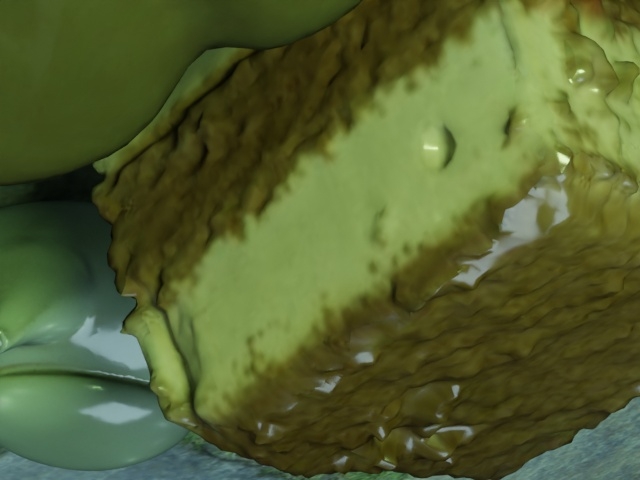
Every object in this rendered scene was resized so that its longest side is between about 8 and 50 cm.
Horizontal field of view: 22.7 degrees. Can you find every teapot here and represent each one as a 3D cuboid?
[{"bbox_3d":[-0.190,0.078,1.041,0.220,0.149,0.318,22,151,-34],"label":"teapot"}]

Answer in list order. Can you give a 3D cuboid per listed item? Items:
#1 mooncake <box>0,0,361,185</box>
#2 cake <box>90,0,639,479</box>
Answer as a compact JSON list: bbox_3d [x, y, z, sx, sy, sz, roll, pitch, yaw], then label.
[{"bbox_3d":[-0.125,-0.167,0.467,0.378,0.200,0.378,-22,148,-15],"label":"mooncake"},{"bbox_3d":[0.060,-0.061,0.771,0.256,0.290,0.282,10,140,-46],"label":"cake"}]
